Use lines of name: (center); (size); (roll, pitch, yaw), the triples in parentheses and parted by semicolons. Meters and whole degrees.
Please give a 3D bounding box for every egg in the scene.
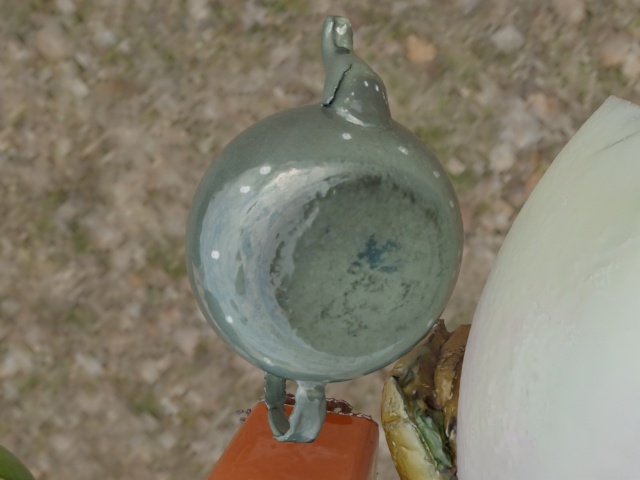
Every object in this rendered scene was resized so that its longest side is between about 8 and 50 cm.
egg: (0.242, 0.131, 1.164); (0.354, 0.354, 0.340); (31, 96, 14)

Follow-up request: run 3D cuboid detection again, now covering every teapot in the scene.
teapot: (0.000, 0.000, 1.301); (0.129, 0.193, 0.294); (-135, 53, -66)

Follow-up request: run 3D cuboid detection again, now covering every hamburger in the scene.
hamburger: (0.084, 0.148, 1.437); (0.087, 0.102, 0.176); (-12, 84, 36)

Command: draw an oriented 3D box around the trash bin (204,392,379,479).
trash bin: (-0.045, 0.239, 1.499); (0.184, 0.238, 0.161); (7, 120, 9)

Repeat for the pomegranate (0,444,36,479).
pomegranate: (-0.280, 0.225, 1.420); (0.159, 0.241, 0.190); (36, 114, 60)
